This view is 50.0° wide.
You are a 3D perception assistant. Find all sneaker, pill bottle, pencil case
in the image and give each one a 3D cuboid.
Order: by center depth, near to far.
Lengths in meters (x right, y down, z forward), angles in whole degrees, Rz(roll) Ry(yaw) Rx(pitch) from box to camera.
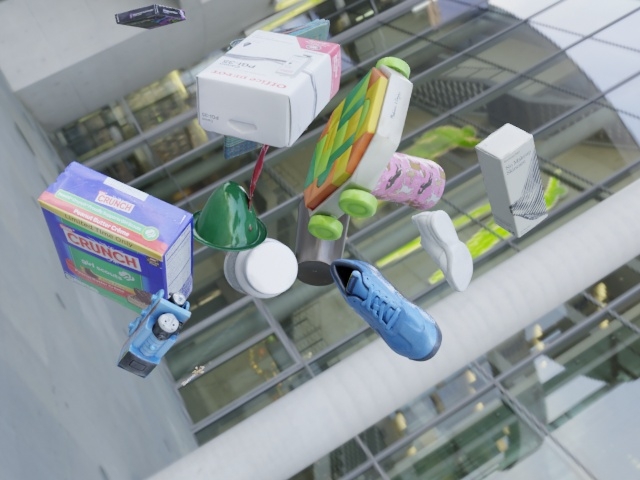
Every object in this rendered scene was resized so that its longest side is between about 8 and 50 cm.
[{"bbox_3d":[0.078,0.089,0.925,0.082,0.069,0.209,30,9,-39],"label":"sneaker"},{"bbox_3d":[0.274,0.022,1.562,0.094,0.080,0.212,1,-55,49],"label":"sneaker"},{"bbox_3d":[-0.164,0.074,1.869,0.161,0.161,0.283,62,-15,-7],"label":"pill bottle"},{"bbox_3d":[0.196,-0.175,1.959,0.160,0.167,0.386,40,22,34],"label":"pencil case"}]

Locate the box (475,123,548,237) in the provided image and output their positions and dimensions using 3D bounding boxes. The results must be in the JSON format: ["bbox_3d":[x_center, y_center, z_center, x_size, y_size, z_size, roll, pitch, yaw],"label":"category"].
[{"bbox_3d":[0.482,-0.146,1.723,0.094,0.113,0.275,43,-13,48],"label":"box"}]

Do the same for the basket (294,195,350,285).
[{"bbox_3d":[0.000,0.000,1.930,0.204,0.154,0.227,112,-12,-52],"label":"basket"}]

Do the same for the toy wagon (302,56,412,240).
[{"bbox_3d":[0.040,-0.134,1.131,0.068,0.267,0.344,23,-26,-17],"label":"toy wagon"}]

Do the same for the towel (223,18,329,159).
[{"bbox_3d":[-0.122,-0.376,1.729,0.040,0.271,0.370,54,-28,24],"label":"towel"}]

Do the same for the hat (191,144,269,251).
[{"bbox_3d":[-0.182,-0.106,1.425,0.208,0.173,0.183,-104,-157,-58],"label":"hat"}]

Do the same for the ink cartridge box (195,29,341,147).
[{"bbox_3d":[-0.100,-0.323,1.426,0.207,0.283,0.117,15,-51,15],"label":"ink cartridge box"}]

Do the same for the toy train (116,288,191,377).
[{"bbox_3d":[-0.307,0.171,1.276,0.080,0.184,0.105,30,37,-22],"label":"toy train"}]

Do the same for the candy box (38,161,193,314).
[{"bbox_3d":[-0.407,0.017,1.421,0.268,0.122,0.317,24,-34,6],"label":"candy box"}]

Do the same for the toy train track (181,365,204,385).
[{"bbox_3d":[-0.349,0.366,1.873,0.048,0.083,0.014,-10,-68,43],"label":"toy train track"}]

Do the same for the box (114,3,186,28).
[{"bbox_3d":[-0.434,-0.573,1.764,0.162,0.116,0.029,-33,114,-70],"label":"box"}]
